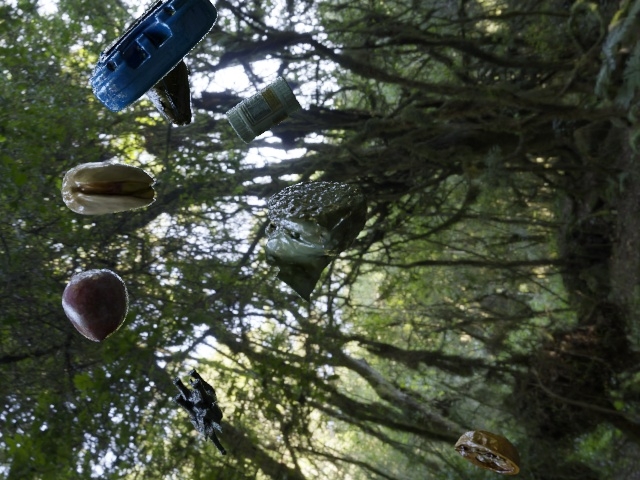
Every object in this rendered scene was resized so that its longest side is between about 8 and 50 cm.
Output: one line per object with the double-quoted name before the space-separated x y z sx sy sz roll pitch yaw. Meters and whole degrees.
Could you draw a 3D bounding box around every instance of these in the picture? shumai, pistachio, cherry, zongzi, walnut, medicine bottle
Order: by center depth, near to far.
"medicine bottle" -0.069 -0.159 0.566 0.047 0.083 0.047 57 -174 -9
"walnut" 0.316 0.389 0.868 0.052 0.121 0.091 -52 -52 -35
"pistachio" -0.484 -0.121 1.066 0.201 0.145 0.117 -9 -85 -18
"shumai" 0.000 0.000 1.296 0.330 0.292 0.288 -38 -51 -50
"cherry" -0.676 0.201 1.410 0.192 0.175 0.249 85 164 -49
"zongzi" -0.531 -0.462 1.466 0.112 0.242 0.220 90 172 -78

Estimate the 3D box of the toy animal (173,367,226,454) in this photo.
"toy animal" -0.306 0.422 1.181 0.082 0.269 0.137 -36 -66 -13

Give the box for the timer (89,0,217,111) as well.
"timer" -0.399 -0.461 1.091 0.340 0.309 0.115 -42 -54 3
